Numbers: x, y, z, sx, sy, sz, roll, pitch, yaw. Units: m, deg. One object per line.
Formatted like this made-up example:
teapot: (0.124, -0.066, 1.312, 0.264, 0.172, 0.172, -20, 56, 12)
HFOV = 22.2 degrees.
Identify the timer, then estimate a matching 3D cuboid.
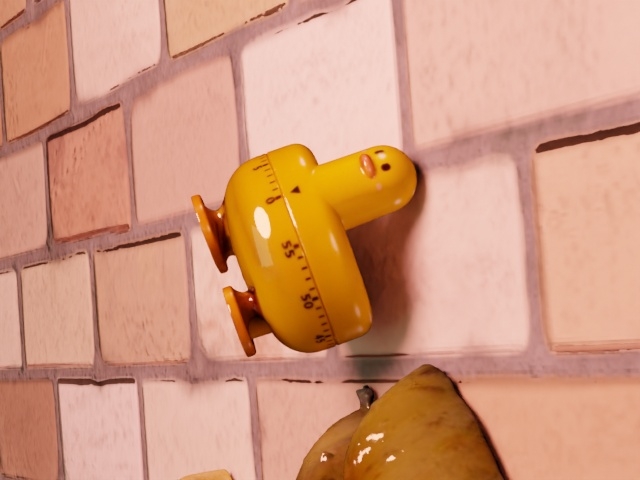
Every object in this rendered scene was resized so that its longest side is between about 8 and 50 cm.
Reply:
timer: (0.000, 0.000, 0.820, 0.107, 0.109, 0.107, 160, 90, -88)

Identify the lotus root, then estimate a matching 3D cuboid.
lotus root: (0.024, 0.161, 0.780, 0.203, 0.078, 0.183, -121, 39, -46)

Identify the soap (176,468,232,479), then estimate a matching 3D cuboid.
soap: (-0.090, 0.265, 1.059, 0.092, 0.037, 0.252, -117, 35, -42)
